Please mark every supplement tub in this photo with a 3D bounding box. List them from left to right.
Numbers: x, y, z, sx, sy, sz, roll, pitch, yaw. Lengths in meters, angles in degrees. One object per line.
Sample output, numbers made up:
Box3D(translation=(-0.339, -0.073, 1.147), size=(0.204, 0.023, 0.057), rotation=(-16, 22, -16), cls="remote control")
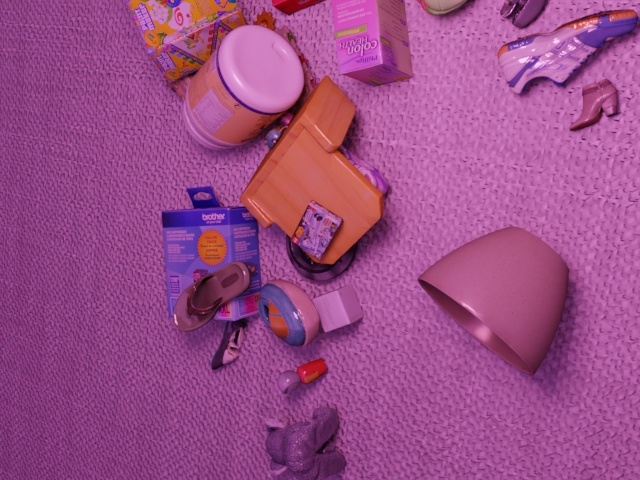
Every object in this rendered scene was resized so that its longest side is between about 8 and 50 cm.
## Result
Box3D(translation=(-0.224, -0.401, 1.664), size=(0.331, 0.241, 0.241), rotation=(-26, 81, 53), cls="supplement tub")

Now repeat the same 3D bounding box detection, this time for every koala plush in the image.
Box3D(translation=(-0.076, 0.592, 1.762), size=(0.221, 0.203, 0.196), rotation=(-8, 90, 40), cls="koala plush")

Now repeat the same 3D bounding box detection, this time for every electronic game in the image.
Box3D(translation=(0.000, 0.000, 1.734), size=(0.229, 0.048, 0.230), rotation=(-1, 87, 30), cls="electronic game")

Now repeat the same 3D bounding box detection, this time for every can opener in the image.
Box3D(translation=(0.515, -0.634, 1.404), size=(0.095, 0.076, 0.284), rotation=(27, 109, -10), cls="can opener")

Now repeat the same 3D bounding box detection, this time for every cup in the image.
Box3D(translation=(0.424, 0.109, 1.397), size=(0.331, 0.331, 0.237), rotation=(40, 86, 19), cls="cup")

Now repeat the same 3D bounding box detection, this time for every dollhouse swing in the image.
Box3D(translation=(0.011, -0.174, 1.624), size=(0.305, 0.315, 0.347), rotation=(34, 131, -11), cls="dollhouse swing")

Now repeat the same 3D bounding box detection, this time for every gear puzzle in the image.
Box3D(translation=(-0.114, -0.508, 1.757), size=(0.175, 0.044, 0.339), rotation=(-35, 74, 36), cls="gear puzzle")

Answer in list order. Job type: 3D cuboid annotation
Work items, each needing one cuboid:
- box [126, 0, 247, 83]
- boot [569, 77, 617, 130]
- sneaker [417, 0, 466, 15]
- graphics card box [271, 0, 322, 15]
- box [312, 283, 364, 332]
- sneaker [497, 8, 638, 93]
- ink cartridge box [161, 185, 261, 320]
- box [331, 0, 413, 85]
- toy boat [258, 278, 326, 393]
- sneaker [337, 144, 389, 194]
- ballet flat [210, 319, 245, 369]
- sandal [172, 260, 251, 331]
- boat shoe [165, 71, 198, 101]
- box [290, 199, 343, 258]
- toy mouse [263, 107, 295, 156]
Box3D(translation=(-0.387, -0.662, 1.739), size=(0.279, 0.177, 0.290), rotation=(-25, 76, -1), cls="box")
Box3D(translation=(0.614, -0.311, 1.386), size=(0.118, 0.042, 0.087), rotation=(-21, 78, 27), cls="boot")
Box3D(translation=(0.272, -0.789, 1.473), size=(0.202, 0.185, 0.483), rotation=(-18, 89, 10), cls="sneaker")
Box3D(translation=(-0.048, -0.841, 1.662), size=(0.232, 0.094, 0.371), rotation=(-10, 89, 29), cls="graphics card box")
Box3D(translation=(0.051, 0.187, 1.693), size=(0.087, 0.101, 0.102), rotation=(-24, 84, 27), cls="box")
Box3D(translation=(0.562, -0.424, 1.380), size=(0.296, 0.112, 0.131), rotation=(-12, 106, 30), cls="sneaker")
Box3D(translation=(-0.334, 0.035, 1.863), size=(0.269, 0.151, 0.396), rotation=(-2, 92, 28), cls="ink cartridge box")
Box3D(translation=(0.129, -0.531, 1.524), size=(0.117, 0.213, 0.243), rotation=(-7, 92, 28), cls="box")
Box3D(translation=(-0.087, 0.270, 1.715), size=(0.267, 0.148, 0.318), rotation=(12, 120, 64), cls="toy boat")
Box3D(translation=(0.099, -0.183, 1.645), size=(0.236, 0.104, 0.095), rotation=(48, 127, 38), cls="sneaker")
Box3D(translation=(-0.284, 0.330, 1.906), size=(0.074, 0.074, 0.203), rotation=(28, 105, 23), cls="ballet flat")
Box3D(translation=(-0.325, 0.154, 1.734), size=(0.302, 0.086, 0.120), rotation=(-38, 77, 25), cls="sandal")
Box3D(translation=(-0.431, -0.505, 1.880), size=(0.110, 0.121, 0.341), rotation=(-39, 78, 24), cls="boat shoe")
Box3D(translation=(-0.012, -0.026, 1.548), size=(0.094, 0.027, 0.137), rotation=(32, 130, 3), cls="box")
Box3D(translation=(-0.115, -0.308, 1.670), size=(0.031, 0.143, 0.161), rotation=(35, 86, -11), cls="toy mouse")
